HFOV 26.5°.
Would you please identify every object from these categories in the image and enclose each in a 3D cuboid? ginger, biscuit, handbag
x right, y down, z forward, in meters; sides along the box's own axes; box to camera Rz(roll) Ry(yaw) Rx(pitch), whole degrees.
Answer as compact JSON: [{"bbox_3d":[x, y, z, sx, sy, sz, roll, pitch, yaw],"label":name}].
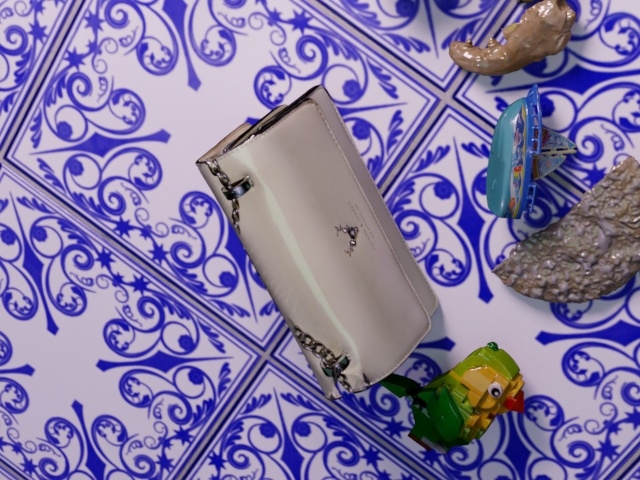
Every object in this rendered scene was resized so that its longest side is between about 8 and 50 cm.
[{"bbox_3d":[0.242,-0.246,1.697,0.173,0.051,0.069,-23,99,26],"label":"ginger"},{"bbox_3d":[0.353,0.009,1.775,0.133,0.032,0.250,46,119,-4],"label":"biscuit"},{"bbox_3d":[0.000,0.000,1.788,0.160,0.237,0.358,-22,103,29],"label":"handbag"}]

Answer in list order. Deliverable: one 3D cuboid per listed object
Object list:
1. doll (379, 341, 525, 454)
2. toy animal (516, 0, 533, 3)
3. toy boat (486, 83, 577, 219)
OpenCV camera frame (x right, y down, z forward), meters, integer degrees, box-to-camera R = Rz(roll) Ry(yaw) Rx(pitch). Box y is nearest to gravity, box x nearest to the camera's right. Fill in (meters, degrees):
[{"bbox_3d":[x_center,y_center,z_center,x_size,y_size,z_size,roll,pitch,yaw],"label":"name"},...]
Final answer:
[{"bbox_3d":[0.192,0.213,1.882,0.186,0.106,0.134,-29,88,28],"label":"doll"},{"bbox_3d":[0.265,-0.382,1.617,0.101,0.103,0.219,23,117,-17],"label":"toy animal"},{"bbox_3d":[0.274,-0.115,1.735,0.110,0.091,0.175,-2,112,-15],"label":"toy boat"}]
